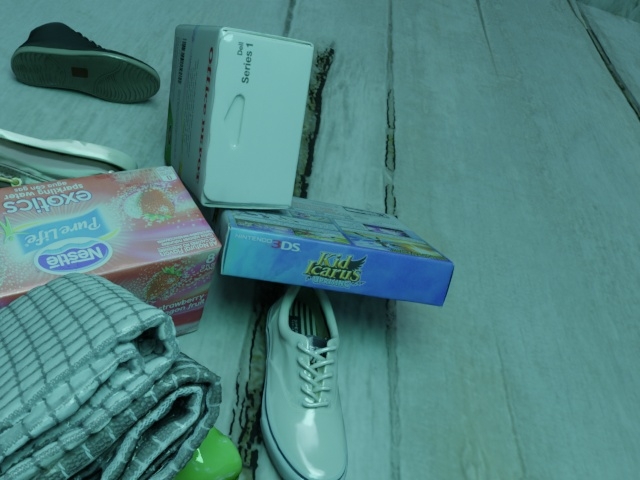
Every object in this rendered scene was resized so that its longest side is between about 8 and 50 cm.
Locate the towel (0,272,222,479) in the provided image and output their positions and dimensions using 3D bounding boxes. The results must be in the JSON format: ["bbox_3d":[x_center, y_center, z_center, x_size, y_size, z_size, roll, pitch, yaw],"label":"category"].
[{"bbox_3d":[-0.232,0.154,0.489,0.283,0.121,0.235,-40,26,-21],"label":"towel"}]

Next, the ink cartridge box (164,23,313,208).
[{"bbox_3d":[-0.120,-0.171,0.877,0.117,0.202,0.278,2,16,-23],"label":"ink cartridge box"}]

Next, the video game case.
[{"bbox_3d":[0.000,0.000,0.857,0.269,0.061,0.244,10,13,-14],"label":"video game case"}]

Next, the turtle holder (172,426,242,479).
[{"bbox_3d":[-0.083,0.302,0.444,0.243,0.228,0.320,28,41,7],"label":"turtle holder"}]

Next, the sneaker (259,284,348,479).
[{"bbox_3d":[-0.019,0.150,0.741,0.094,0.091,0.258,5,44,-20],"label":"sneaker"}]

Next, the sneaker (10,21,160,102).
[{"bbox_3d":[-0.366,-0.295,1.069,0.221,0.083,0.118,8,42,-15],"label":"sneaker"}]

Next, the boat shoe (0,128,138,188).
[{"bbox_3d":[-0.391,-0.075,0.803,0.324,0.116,0.097,9,71,-17],"label":"boat shoe"}]

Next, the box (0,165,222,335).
[{"bbox_3d":[-0.276,0.037,0.700,0.299,0.154,0.142,-13,52,-36],"label":"box"}]
